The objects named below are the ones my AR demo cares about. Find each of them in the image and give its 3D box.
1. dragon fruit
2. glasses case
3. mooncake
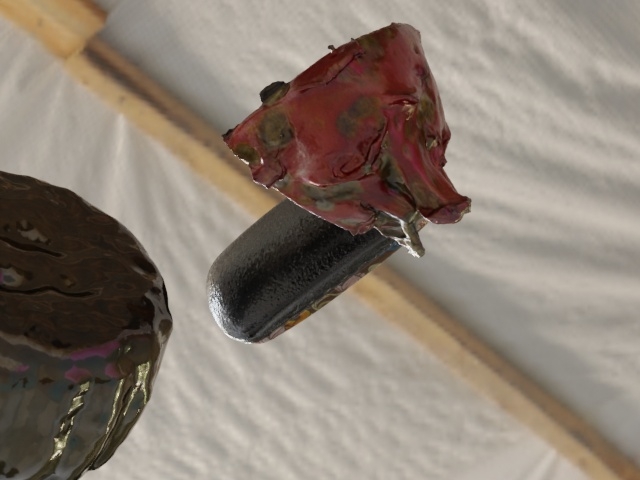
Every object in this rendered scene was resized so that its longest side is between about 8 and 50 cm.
[{"bbox_3d":[0.070,-0.094,1.388,0.134,0.262,0.211,-33,-88,40],"label":"dragon fruit"},{"bbox_3d":[0.000,0.000,1.699,0.321,0.122,0.082,-37,-32,18],"label":"glasses case"},{"bbox_3d":[-0.272,0.070,1.253,0.290,0.290,0.161,21,-61,-15],"label":"mooncake"}]
